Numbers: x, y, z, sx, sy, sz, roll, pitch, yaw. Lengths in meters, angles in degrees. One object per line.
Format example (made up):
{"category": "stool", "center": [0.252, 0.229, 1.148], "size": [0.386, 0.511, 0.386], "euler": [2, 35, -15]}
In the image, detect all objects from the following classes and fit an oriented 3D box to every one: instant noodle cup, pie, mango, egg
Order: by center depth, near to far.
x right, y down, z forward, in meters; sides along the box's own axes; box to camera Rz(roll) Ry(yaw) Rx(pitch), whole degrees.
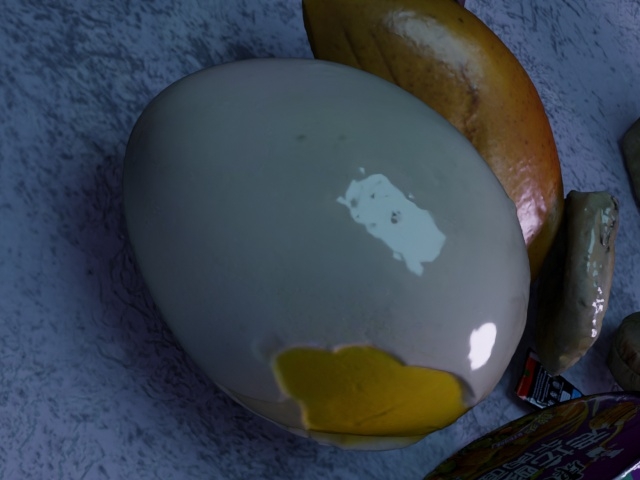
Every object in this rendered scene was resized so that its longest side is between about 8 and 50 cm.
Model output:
{"category": "egg", "center": [0.000, 0.000, 1.226], "size": [0.345, 0.283, 0.283], "euler": [41, 48, -17]}
{"category": "instant noodle cup", "center": [0.223, 0.271, 1.338], "size": [0.251, 0.251, 0.190], "euler": [-34, 103, -45]}
{"category": "mango", "center": [0.094, -0.108, 1.416], "size": [0.199, 0.201, 0.350], "euler": [-41, 120, -16]}
{"category": "pie", "center": [0.246, 0.041, 1.498], "size": [0.052, 0.218, 0.185], "euler": [8, 82, -1]}

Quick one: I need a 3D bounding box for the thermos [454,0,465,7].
{"category": "thermos", "center": [0.128, -0.345, 1.626], "size": [0.136, 0.109, 0.330], "euler": [33, 51, -26]}

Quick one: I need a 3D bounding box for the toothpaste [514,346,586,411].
{"category": "toothpaste", "center": [0.270, 0.187, 1.547], "size": [0.193, 0.045, 0.071], "euler": [40, 40, -12]}

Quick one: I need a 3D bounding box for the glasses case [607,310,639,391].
{"category": "glasses case", "center": [0.504, 0.177, 1.584], "size": [0.425, 0.098, 0.156], "euler": [19, 21, 3]}

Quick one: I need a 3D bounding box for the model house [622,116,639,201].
{"category": "model house", "center": [0.475, -0.093, 1.759], "size": [0.175, 0.193, 0.234], "euler": [-36, 93, -45]}
